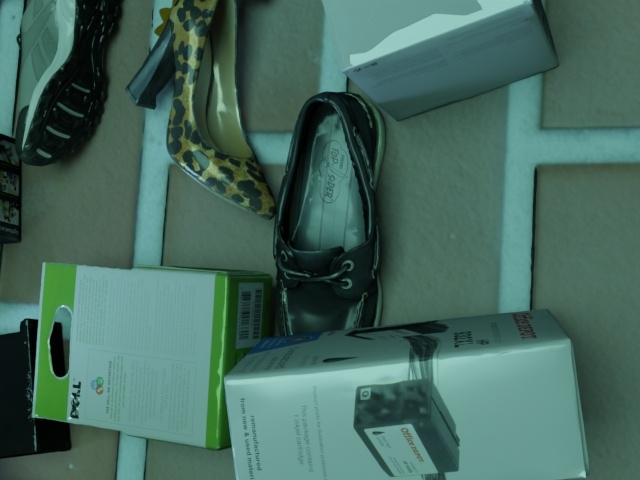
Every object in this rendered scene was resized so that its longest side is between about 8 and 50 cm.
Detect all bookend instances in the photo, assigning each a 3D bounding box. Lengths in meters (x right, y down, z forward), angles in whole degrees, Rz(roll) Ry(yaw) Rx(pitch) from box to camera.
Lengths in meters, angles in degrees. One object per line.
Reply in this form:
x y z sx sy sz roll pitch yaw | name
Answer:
-0.391 0.184 1.369 0.157 0.072 0.156 -11 78 18 | bookend

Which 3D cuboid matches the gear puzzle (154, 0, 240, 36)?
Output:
-0.102 -0.368 1.365 0.175 0.044 0.339 21 93 19 | gear puzzle

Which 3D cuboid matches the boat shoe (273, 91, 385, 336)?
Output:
0.004 0.000 1.233 0.127 0.113 0.340 9 86 20 | boat shoe

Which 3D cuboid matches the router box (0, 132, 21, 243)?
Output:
-0.422 -0.072 1.359 0.046 0.179 0.133 -5 81 17 | router box

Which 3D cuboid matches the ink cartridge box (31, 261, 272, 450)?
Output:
-0.191 0.119 1.281 0.255 0.097 0.188 4 90 28 | ink cartridge box

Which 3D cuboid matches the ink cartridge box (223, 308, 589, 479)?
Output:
0.083 0.153 1.088 0.307 0.223 0.129 -7 93 7 | ink cartridge box

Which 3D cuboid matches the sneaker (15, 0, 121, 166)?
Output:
-0.324 -0.220 1.398 0.108 0.100 0.271 6 78 29 | sneaker

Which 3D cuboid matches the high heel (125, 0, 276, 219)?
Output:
-0.099 -0.163 1.284 0.261 0.093 0.186 47 114 21 | high heel

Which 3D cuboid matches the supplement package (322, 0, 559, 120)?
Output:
0.122 -0.243 1.178 0.194 0.203 0.149 -17 77 16 | supplement package
